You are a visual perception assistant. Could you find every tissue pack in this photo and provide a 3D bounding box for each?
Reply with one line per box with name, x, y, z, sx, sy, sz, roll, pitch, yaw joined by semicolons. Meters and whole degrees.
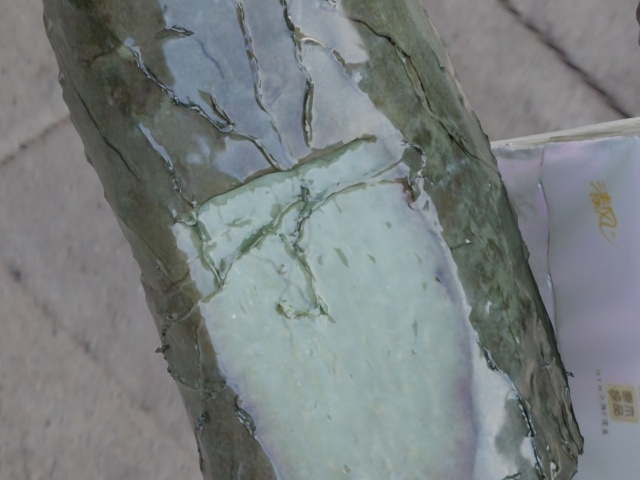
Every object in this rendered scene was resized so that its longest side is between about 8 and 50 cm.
tissue pack;0.173;0.054;0.883;0.185;0.124;0.225;-12;98;-39

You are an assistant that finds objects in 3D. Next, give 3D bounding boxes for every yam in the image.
yam;0.000;0.000;0.724;0.154;0.154;0.254;-24;101;-20

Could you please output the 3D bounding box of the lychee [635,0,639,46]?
lychee;0.244;-0.086;0.699;0.276;0.304;0.275;24;36;-19
